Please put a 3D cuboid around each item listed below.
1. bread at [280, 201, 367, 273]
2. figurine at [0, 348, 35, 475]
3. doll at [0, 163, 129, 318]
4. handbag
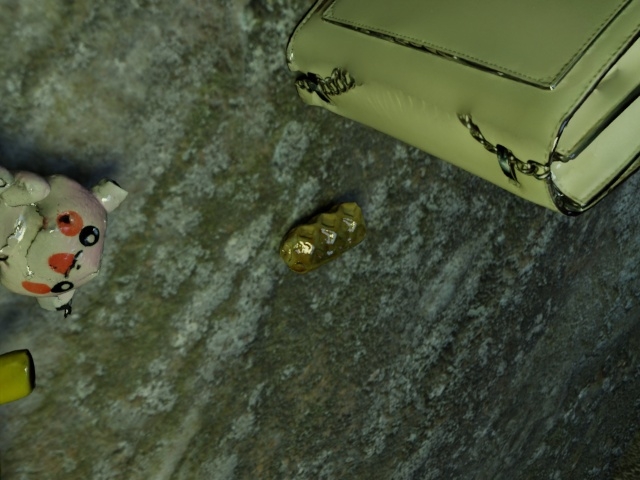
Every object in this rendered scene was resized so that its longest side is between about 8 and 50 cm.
[{"bbox_3d":[0.000,0.000,0.985,0.110,0.060,0.066,-31,160,-27],"label":"bread"},{"bbox_3d":[-0.363,0.239,0.701,0.218,0.169,0.327,-17,123,-41],"label":"figurine"},{"bbox_3d":[-0.267,-0.007,0.713,0.192,0.095,0.149,21,103,-48],"label":"doll"},{"bbox_3d":[0.162,-0.184,0.818,0.236,0.358,0.160,-43,136,-16],"label":"handbag"}]
